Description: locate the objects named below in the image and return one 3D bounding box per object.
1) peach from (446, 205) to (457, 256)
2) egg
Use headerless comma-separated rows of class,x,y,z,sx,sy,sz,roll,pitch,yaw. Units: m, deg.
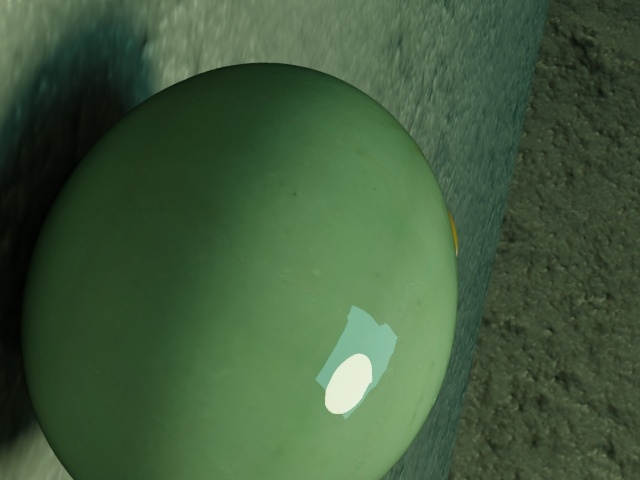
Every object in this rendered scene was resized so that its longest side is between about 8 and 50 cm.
peach,0.000,0.000,0.854,0.138,0.138,0.138,9,90,-79
egg,-0.029,0.020,0.635,0.231,0.168,0.168,-72,167,-56
